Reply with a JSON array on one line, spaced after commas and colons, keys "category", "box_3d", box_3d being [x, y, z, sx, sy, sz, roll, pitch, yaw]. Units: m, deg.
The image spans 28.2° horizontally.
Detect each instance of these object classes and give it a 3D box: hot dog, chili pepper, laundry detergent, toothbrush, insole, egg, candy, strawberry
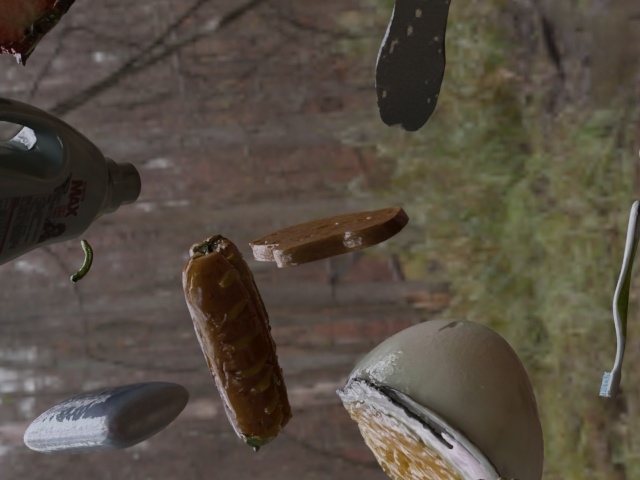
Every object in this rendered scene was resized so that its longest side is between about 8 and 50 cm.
[{"category": "hot dog", "box_3d": [-0.090, 0.114, 1.417, 0.115, 0.072, 0.269, -96, -9, -57]}, {"category": "chili pepper", "box_3d": [-0.383, 0.035, 2.050, 0.030, 0.017, 0.083, 38, -133, -25]}, {"category": "laundry detergent", "box_3d": [-0.410, -0.080, 1.744, 0.398, 0.125, 0.264, -9, -55, -48]}, {"category": "toothbrush", "box_3d": [0.387, 0.072, 1.613, 0.026, 0.022, 0.263, -8, 64, 56]}, {"category": "insole", "box_3d": [0.110, -0.232, 1.471, 0.011, 0.081, 0.248, -82, 1, -52]}, {"category": "egg", "box_3d": [0.170, 0.211, 1.503, 0.264, 0.174, 0.286, 23, 149, 45]}, {"category": "candy", "box_3d": [-0.254, 0.213, 1.517, 0.138, 0.174, 0.071, -21, -84, -48]}, {"category": "strawberry", "box_3d": [-0.458, -0.344, 1.785, 0.167, 0.208, 0.087, -53, 0, -25]}]

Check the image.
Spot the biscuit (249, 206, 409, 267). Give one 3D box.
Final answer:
[{"category": "biscuit", "box_3d": [0.000, 0.002, 1.078, 0.118, 0.140, 0.023, -28, -73, -53]}]

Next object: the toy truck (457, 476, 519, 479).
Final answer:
[{"category": "toy truck", "box_3d": [0.147, 0.274, 1.292, 0.052, 0.123, 0.063, 21, -117, -59]}]
